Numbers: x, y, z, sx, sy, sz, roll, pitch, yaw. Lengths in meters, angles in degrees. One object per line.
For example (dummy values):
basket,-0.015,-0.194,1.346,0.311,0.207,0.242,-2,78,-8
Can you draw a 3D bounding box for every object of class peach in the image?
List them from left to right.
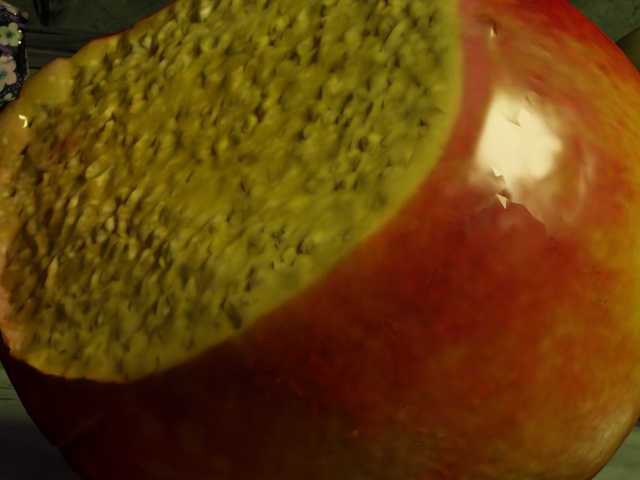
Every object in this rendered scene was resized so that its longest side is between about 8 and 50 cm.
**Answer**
peach,0.000,0.000,0.548,0.192,0.190,0.190,21,6,-12

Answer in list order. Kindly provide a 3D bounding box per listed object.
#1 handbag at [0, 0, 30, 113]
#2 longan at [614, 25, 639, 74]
handbag,-0.320,-0.113,1.283,0.207,0.127,0.228,-13,19,-42
longan,0.210,-0.031,0.914,0.204,0.159,0.185,13,-7,-33
